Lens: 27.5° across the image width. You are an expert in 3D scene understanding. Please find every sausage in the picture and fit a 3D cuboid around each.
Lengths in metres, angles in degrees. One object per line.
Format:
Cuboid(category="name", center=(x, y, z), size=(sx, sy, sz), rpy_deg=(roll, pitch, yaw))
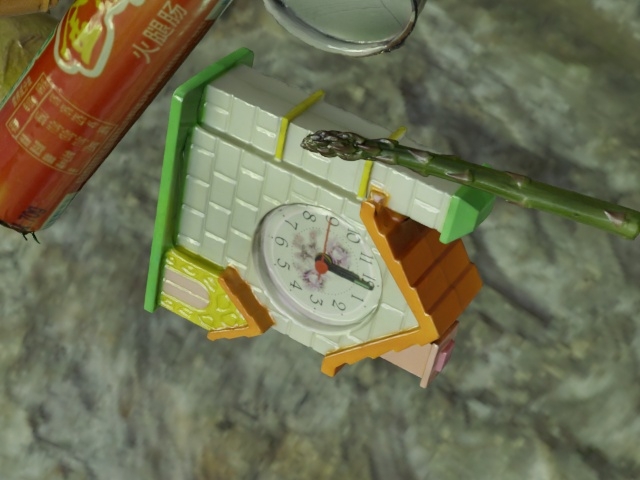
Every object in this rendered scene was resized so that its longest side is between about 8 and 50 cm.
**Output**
Cuboid(category="sausage", center=(-0.116, -0.113, 0.753), size=(0.083, 0.264, 0.083), rpy_deg=(32, -150, -21))

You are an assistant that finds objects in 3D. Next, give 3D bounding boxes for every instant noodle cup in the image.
Cuboid(category="instant noodle cup", center=(0.046, -0.315, 1.312), size=(0.217, 0.217, 0.207), rpy_deg=(26, -123, -4))

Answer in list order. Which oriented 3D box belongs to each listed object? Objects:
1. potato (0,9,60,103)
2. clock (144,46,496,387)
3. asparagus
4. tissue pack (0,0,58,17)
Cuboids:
Cuboid(category="potato", center=(-0.375, -0.182, 1.567), size=(0.266, 0.229, 0.229), rpy_deg=(26, -151, -23))
Cuboid(category="clock", center=(0.000, 0.000, 1.050), size=(0.255, 0.219, 0.106), rpy_deg=(26, -142, 18))
Cuboid(category="asparagus", center=(0.106, -0.041, 0.891), size=(0.249, 0.024, 0.025), rpy_deg=(15, -163, -11))
Cuboid(category="tissue pack", center=(-0.302, -0.216, 0.759), size=(0.275, 0.194, 0.145), rpy_deg=(-14, -124, -22))
